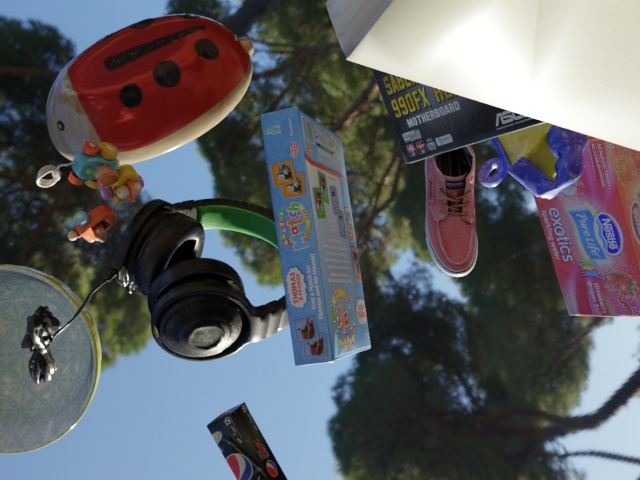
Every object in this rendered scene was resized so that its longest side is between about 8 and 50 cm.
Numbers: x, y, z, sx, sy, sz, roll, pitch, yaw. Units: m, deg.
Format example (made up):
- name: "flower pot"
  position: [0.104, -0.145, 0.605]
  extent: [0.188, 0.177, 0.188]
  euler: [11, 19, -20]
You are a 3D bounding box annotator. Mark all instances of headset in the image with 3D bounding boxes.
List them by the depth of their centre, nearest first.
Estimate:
- name: "headset"
  position: [-0.194, 0.073, 1.198]
  extent: [0.394, 0.185, 0.243]
  euler: [-15, -134, -33]

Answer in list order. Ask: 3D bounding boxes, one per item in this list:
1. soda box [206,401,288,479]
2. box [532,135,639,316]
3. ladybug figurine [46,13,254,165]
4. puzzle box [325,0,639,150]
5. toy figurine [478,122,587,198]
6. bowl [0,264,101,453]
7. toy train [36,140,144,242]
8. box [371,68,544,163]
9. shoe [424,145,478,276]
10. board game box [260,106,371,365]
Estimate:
- name: "soda box"
  position: [-0.114, 0.354, 1.466]
  extent: [0.169, 0.053, 0.060]
  euler: [60, -159, 1]
- name: "box"
  position: [0.448, -0.040, 1.409]
  extent: [0.142, 0.154, 0.300]
  euler: [-35, -67, -39]
- name: "ladybug figurine"
  position: [-0.347, -0.320, 1.797]
  extent: [0.305, 0.449, 0.162]
  euler: [59, 172, 32]
- name: "puzzle box"
  position: [0.241, -0.169, 0.549]
  extent: [0.409, 0.272, 0.052]
  euler: [9, -131, -36]
- name: "toy figurine"
  position: [0.239, -0.168, 1.060]
  extent: [0.191, 0.217, 0.362]
  euler: [23, -149, -30]
- name: "bowl"
  position: [-0.472, 0.172, 1.421]
  extent: [0.289, 0.289, 0.156]
  euler: [56, -175, -5]
- name: "toy train"
  position: [-0.284, -0.053, 1.146]
  extent: [0.046, 0.125, 0.166]
  euler: [48, 170, 27]
- name: "box"
  position: [0.135, -0.186, 0.887]
  extent: [0.056, 0.231, 0.183]
  euler: [-24, -83, -28]
- name: "shoe"
  position: [0.159, -0.049, 1.098]
  extent: [0.081, 0.063, 0.178]
  euler: [82, -176, -73]
- name: "board game box"
  position: [0.000, 0.000, 0.811]
  extent: [0.160, 0.039, 0.211]
  euler: [12, -111, -75]
